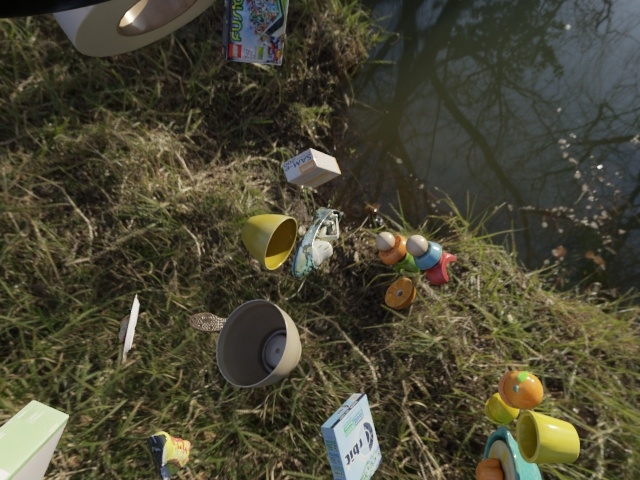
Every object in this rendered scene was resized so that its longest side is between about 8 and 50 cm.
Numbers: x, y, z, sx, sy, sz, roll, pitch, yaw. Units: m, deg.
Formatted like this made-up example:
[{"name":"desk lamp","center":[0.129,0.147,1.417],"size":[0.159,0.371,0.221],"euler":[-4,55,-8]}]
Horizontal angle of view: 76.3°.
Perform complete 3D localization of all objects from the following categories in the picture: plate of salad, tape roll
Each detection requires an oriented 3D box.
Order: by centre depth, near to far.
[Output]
[{"name":"tape roll","center":[-0.353,-0.516,0.851],"size":[0.392,0.392,0.071],"euler":[-37,108,-16]},{"name":"plate of salad","center":[-0.605,0.267,1.273],"size":[0.048,0.200,0.199],"euler":[11,69,-21]}]

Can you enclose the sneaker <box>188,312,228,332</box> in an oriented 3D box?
[{"name":"sneaker","center":[-0.333,0.285,1.335],"size":[0.189,0.071,0.066],"euler":[8,51,-10]}]

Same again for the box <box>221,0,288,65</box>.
[{"name":"box","center":[-0.117,-0.435,0.743],"size":[0.114,0.206,0.036],"euler":[-8,39,-26]}]

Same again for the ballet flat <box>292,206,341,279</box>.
[{"name":"ballet flat","center":[0.000,0.000,0.804],"size":[0.070,0.070,0.188],"euler":[19,50,0]}]

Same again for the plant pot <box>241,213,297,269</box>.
[{"name":"plant pot","center":[-0.131,-0.010,0.973],"size":[0.095,0.134,0.134],"euler":[24,69,20]}]

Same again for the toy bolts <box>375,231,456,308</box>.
[{"name":"toy bolts","center":[0.247,0.070,1.185],"size":[0.159,0.229,0.218],"euler":[39,60,-25]}]

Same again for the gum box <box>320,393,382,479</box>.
[{"name":"gum box","center":[0.079,0.495,0.988],"size":[0.157,0.041,0.184],"euler":[-20,96,-54]}]

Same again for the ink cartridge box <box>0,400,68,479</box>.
[{"name":"ink cartridge box","center":[-0.384,0.328,0.450],"size":[0.056,0.171,0.234],"euler":[26,101,-5]}]

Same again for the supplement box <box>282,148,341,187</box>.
[{"name":"supplement box","center":[-0.014,-0.126,0.721],"size":[0.062,0.098,0.036],"euler":[-24,80,24]}]

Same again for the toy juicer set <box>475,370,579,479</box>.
[{"name":"toy juicer set","center":[0.299,0.367,0.689],"size":[0.090,0.209,0.328],"euler":[7,114,3]}]

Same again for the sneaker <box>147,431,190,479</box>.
[{"name":"sneaker","center":[-0.390,0.547,1.068],"size":[0.094,0.208,0.081],"euler":[-23,54,-33]}]

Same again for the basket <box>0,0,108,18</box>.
[{"name":"basket","center":[-0.326,-0.380,0.427],"size":[0.154,0.226,0.204],"euler":[9,36,42]}]

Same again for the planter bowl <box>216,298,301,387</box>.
[{"name":"planter bowl","center":[-0.104,0.207,0.794],"size":[0.162,0.109,0.161],"euler":[-14,60,25]}]
